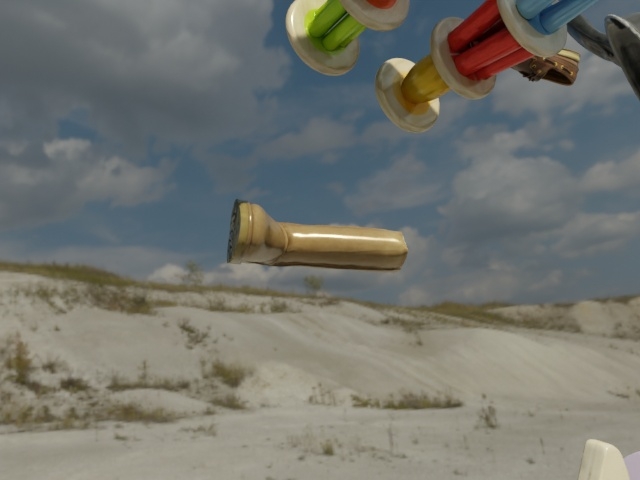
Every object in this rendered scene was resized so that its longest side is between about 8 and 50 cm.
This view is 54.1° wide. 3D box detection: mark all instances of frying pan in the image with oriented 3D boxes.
[{"bbox_3d":[0.290,-0.120,0.529,0.053,0.197,0.326,-33,15,23],"label":"frying pan"}]

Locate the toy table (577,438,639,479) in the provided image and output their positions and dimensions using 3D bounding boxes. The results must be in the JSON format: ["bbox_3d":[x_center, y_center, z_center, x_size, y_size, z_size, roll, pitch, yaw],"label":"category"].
[{"bbox_3d":[0.319,0.359,0.675,0.161,0.274,0.252,20,-22,-29],"label":"toy table"}]

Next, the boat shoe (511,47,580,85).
[{"bbox_3d":[0.404,-0.329,1.168,0.178,0.060,0.064,6,-7,-16],"label":"boat shoe"}]

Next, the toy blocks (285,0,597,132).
[{"bbox_3d":[0.068,-0.128,0.338,0.123,0.054,0.148,29,-30,-24],"label":"toy blocks"}]

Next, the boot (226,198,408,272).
[{"bbox_3d":[0.000,0.000,0.934,0.270,0.089,0.236,5,-4,-9],"label":"boot"}]
